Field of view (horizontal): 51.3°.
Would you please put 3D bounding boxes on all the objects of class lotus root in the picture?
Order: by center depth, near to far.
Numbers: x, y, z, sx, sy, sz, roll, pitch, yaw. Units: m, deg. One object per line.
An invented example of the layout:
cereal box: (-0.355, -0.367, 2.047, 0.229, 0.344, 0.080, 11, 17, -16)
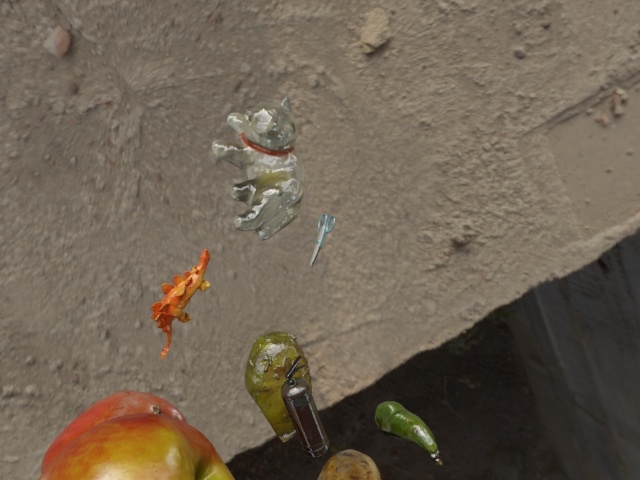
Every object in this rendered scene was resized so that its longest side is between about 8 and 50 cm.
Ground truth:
lotus root: (0.069, 0.548, 1.348, 0.193, 0.291, 0.193, 1, 107, 4)

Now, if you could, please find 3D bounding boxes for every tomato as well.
tomato: (-0.439, 0.495, 1.481, 0.289, 0.325, 0.293, -39, 106, 24)

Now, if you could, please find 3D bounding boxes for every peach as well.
peach: (-0.324, 0.486, 1.126, 0.388, 0.388, 0.389, -4, 103, -16)

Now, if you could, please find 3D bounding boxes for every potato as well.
potato: (-0.110, 0.388, 1.766, 0.176, 0.141, 0.298, -8, 90, -3)

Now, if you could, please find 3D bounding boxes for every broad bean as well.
broad bean: (0.123, 0.283, 1.028, 0.046, 0.195, 0.061, -24, 106, -18)

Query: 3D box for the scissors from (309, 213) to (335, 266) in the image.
scissors: (0.000, 0.000, 1.456, 0.014, 0.058, 0.119, 20, 88, -36)

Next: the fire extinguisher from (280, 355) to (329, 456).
fire extinguisher: (-0.039, 0.414, 1.659, 0.089, 0.072, 0.268, -36, 122, -31)

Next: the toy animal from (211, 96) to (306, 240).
toy animal: (-0.120, -0.176, 1.563, 0.188, 0.308, 0.266, -30, 113, 36)

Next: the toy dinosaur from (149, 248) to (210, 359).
toy dinosaur: (-0.332, 0.144, 1.524, 0.288, 0.070, 0.117, -61, 154, 6)
